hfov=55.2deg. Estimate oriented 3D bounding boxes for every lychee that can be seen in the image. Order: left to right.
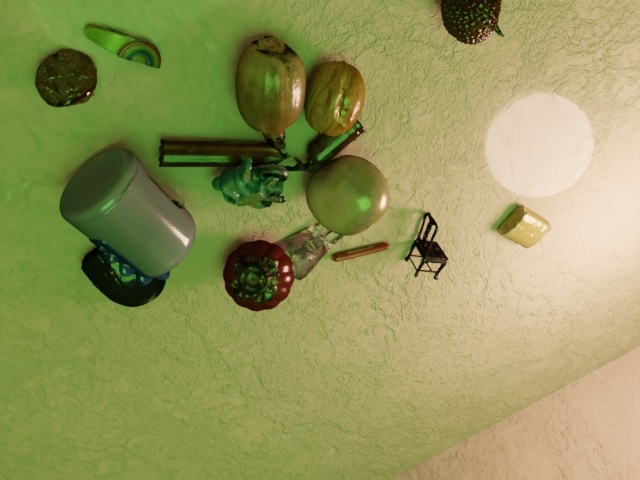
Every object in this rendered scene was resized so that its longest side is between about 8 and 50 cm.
[{"bbox_3d":[0.406,-0.599,1.609,0.197,0.165,0.165,19,120,-14],"label":"lychee"}]

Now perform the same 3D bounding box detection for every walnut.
[{"bbox_3d":[0.039,-0.382,1.648,0.159,0.159,0.207,2,120,-24],"label":"walnut"}]

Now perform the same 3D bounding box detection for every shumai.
[{"bbox_3d":[-0.601,-0.370,1.443,0.123,0.139,0.105,42,141,-12],"label":"shumai"}]

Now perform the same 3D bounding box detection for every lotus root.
[{"bbox_3d":[-0.129,-0.367,1.588,0.182,0.183,0.310,-11,137,-14],"label":"lotus root"}]

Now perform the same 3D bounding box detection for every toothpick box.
[{"bbox_3d":[-0.495,-0.040,1.644,0.263,0.263,0.355,-33,134,6],"label":"toothpick box"}]

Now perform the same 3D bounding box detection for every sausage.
[{"bbox_3d":[-0.257,-0.241,1.696,0.371,0.082,0.082,-2,128,-22],"label":"sausage"},{"bbox_3d":[0.140,0.041,2.120,0.223,0.029,0.029,-13,131,-12],"label":"sausage"}]

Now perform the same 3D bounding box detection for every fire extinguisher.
[{"bbox_3d":[0.003,-0.278,1.774,0.252,0.075,0.106,-38,126,12],"label":"fire extinguisher"}]

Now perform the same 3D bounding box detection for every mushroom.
[{"bbox_3d":[0.094,-0.145,1.834,0.234,0.260,0.254,-38,145,-45],"label":"mushroom"}]

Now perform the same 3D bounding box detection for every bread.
[{"bbox_3d":[0.765,-0.046,2.284,0.178,0.060,0.139,21,118,-34],"label":"bread"}]

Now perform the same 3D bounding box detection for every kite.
[{"bbox_3d":[-0.001,-0.002,2.034,0.360,0.022,0.204,-34,132,12],"label":"kite"}]

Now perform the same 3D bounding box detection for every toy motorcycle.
[{"bbox_3d":[-0.198,-0.162,1.717,0.198,0.109,0.296,10,161,-20],"label":"toy motorcycle"}]

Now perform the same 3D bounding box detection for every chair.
[{"bbox_3d":[0.393,0.018,2.153,0.113,0.106,0.229,5,127,-24],"label":"chair"}]

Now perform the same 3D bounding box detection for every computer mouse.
[{"bbox_3d":[-0.581,0.116,1.840,0.170,0.100,0.269,-31,133,1],"label":"computer mouse"}]

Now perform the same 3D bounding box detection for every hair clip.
[{"bbox_3d":[-0.463,-0.464,1.453,0.188,0.033,0.060,15,120,-32],"label":"hair clip"}]

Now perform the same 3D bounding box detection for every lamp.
[{"bbox_3d":[-0.194,0.109,1.930,0.226,0.227,0.227,-11,131,-13],"label":"lamp"}]
